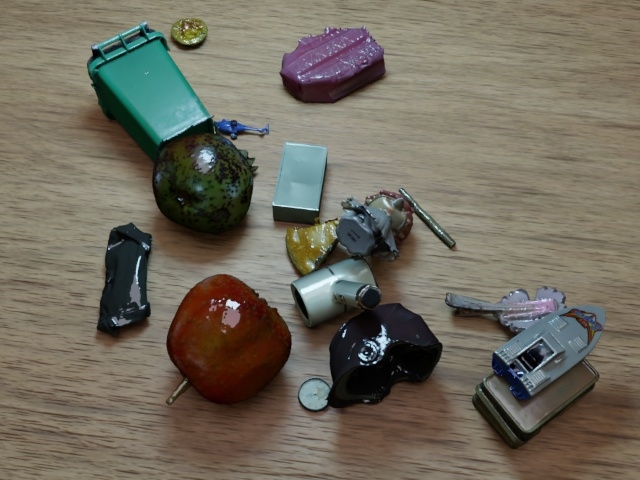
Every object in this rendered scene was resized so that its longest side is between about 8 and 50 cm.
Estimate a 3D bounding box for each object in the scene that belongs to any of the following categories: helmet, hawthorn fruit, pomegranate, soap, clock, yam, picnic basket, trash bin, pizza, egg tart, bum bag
[{"bbox_3d":[0.126,0.257,1.529,0.305,0.225,0.177,-16,55,-10],"label":"helmet"},{"bbox_3d":[-0.239,0.254,1.508,0.287,0.287,0.330,36,71,19],"label":"hawthorn fruit"},{"bbox_3d":[-0.295,-0.178,1.786,0.284,0.285,0.341,24,32,13],"label":"pomegranate"},{"bbox_3d":[0.031,-0.563,2.076,0.324,0.127,0.220,-31,63,-17],"label":"soap"},{"bbox_3d":[-0.014,0.375,1.574,0.085,0.017,0.085,0,59,0],"label":"clock"},{"bbox_3d":[0.302,-0.067,1.838,0.029,0.027,0.234,-32,66,-17],"label":"yam"},{"bbox_3d":[0.501,0.351,1.523,0.266,0.139,0.165,-31,64,-18],"label":"picnic basket"},{"bbox_3d":[-0.480,-0.408,1.894,0.259,0.295,0.381,-34,71,-19],"label":"trash bin"},{"bbox_3d":[0.001,0.001,1.750,0.193,0.069,0.154,-32,62,9],"label":"pizza"},{"bbox_3d":[-0.447,-0.704,2.198,0.130,0.052,0.131,1,60,-2],"label":"egg tart"},{"bbox_3d":[-0.506,0.097,1.705,0.142,0.080,0.327,-5,62,5],"label":"bum bag"}]

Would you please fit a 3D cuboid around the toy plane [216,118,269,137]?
[{"bbox_3d":[-0.243,-0.350,1.993,0.167,0.054,0.062,8,34,5],"label":"toy plane"}]

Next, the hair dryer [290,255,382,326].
[{"bbox_3d":[0.066,0.127,1.545,0.203,0.362,0.128,-22,95,-14],"label":"hair dryer"}]

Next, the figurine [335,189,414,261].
[{"bbox_3d":[0.169,-0.057,1.709,0.207,0.166,0.387,45,32,10],"label":"figurine"}]

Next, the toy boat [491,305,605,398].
[{"bbox_3d":[0.535,0.230,1.463,0.295,0.088,0.129,-29,63,-16],"label":"toy boat"}]

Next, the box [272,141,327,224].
[{"bbox_3d":[-0.056,-0.164,1.859,0.129,0.086,0.225,7,59,3],"label":"box"}]

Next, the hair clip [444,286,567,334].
[{"bbox_3d":[0.470,0.174,1.654,0.300,0.069,0.173,2,36,11],"label":"hair clip"}]
